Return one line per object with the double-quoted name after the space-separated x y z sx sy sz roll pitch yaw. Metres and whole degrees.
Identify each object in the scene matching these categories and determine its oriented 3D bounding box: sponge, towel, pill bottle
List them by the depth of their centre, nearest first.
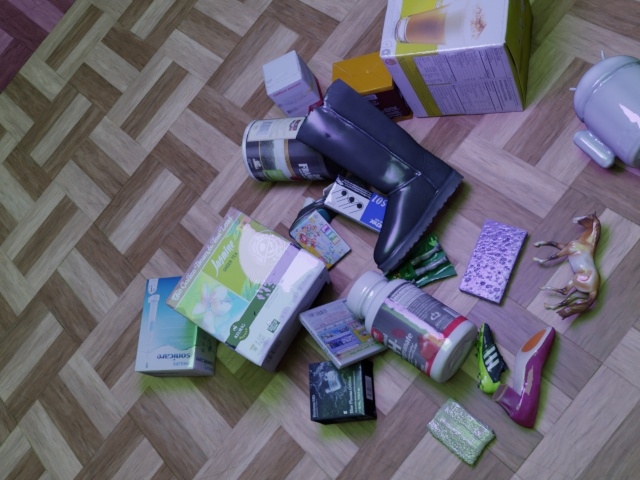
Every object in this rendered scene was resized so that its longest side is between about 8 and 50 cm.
0.346 0.473 1.660 0.148 0.027 0.110 37 89 32 "towel"
0.228 0.209 1.727 0.318 0.176 0.176 33 86 29 "pill bottle"
0.457 0.055 1.771 0.117 0.031 0.210 19 79 31 "sponge"

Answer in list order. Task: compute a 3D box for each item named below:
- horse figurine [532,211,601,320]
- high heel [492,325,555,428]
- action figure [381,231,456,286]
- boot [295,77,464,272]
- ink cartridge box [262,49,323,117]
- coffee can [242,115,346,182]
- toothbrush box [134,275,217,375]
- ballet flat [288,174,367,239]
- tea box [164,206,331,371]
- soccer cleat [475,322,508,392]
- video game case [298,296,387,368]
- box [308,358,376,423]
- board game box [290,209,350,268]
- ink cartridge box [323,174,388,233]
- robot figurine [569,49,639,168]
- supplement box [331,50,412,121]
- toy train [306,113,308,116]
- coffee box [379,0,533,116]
0.627 0.072 1.662 0.174 0.066 0.263 -15 62 27 "horse figurine"
0.525 0.329 1.620 0.117 0.082 0.244 40 70 -5 "high heel"
0.241 0.090 1.850 0.232 0.063 0.137 -33 62 15 "action figure"
0.116 -0.181 1.842 0.445 0.146 0.367 38 75 -2 "boot"
-0.089 -0.503 2.179 0.128 0.176 0.127 -22 62 17 "ink cartridge box"
-0.074 -0.284 2.070 0.275 0.201 0.201 1 70 27 "coffee can"
-0.436 0.267 2.070 0.216 0.126 0.295 -7 67 22 "toothbrush box"
0.015 -0.105 2.026 0.280 0.095 0.096 -32 49 0 "ballet flat"
-0.193 0.143 1.881 0.323 0.220 0.329 30 79 14 "tea box"
0.430 0.295 1.679 0.072 0.060 0.179 2 65 2 "soccer cleat"
0.077 0.240 1.804 0.193 0.212 0.023 48 137 32 "video game case"
0.058 0.404 1.792 0.158 0.093 0.156 -13 65 23 "box"
0.000 0.000 1.966 0.103 0.026 0.154 -42 99 6 "board game box"
0.122 -0.100 1.938 0.207 0.046 0.097 28 82 3 "ink cartridge box"
0.778 -0.323 1.665 0.300 0.200 0.353 -47 56 22 "robot figurine"
0.160 -0.453 2.026 0.191 0.194 0.129 -8 67 24 "supplement box"
0.006 -0.382 2.161 0.166 0.046 0.125 -16 64 20 "toy train"
0.396 -0.579 1.875 0.334 0.338 0.338 1 71 26 "coffee box"
